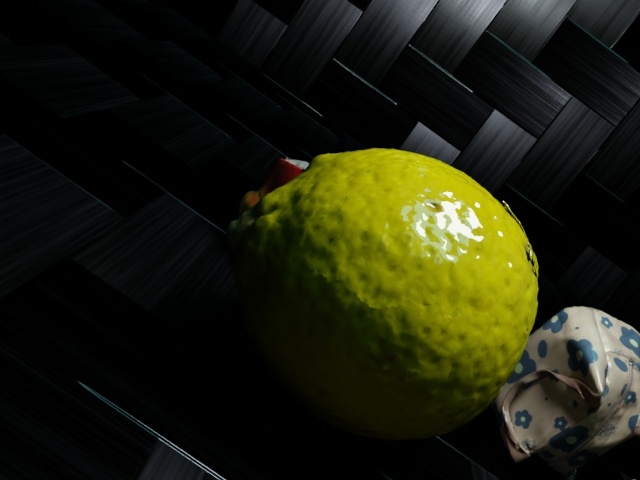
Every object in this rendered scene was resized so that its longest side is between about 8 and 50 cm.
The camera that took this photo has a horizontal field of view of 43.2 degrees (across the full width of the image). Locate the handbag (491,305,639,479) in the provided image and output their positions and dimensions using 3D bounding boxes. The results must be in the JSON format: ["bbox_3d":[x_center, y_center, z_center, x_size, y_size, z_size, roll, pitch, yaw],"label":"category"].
[{"bbox_3d":[0.402,0.255,1.293,0.190,0.251,0.193,27,34,-21],"label":"handbag"}]

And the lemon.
[{"bbox_3d":[0.069,0.059,0.966,0.387,0.350,0.350,20,20,-20],"label":"lemon"}]

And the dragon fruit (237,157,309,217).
[{"bbox_3d":[0.000,0.000,1.316,0.290,0.189,0.290,33,7,-5],"label":"dragon fruit"}]
